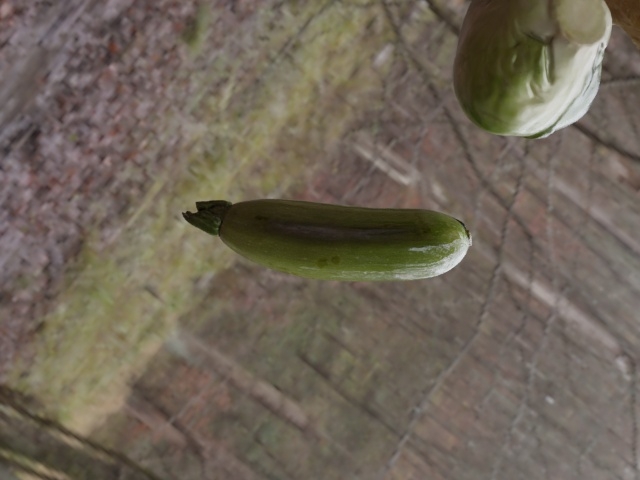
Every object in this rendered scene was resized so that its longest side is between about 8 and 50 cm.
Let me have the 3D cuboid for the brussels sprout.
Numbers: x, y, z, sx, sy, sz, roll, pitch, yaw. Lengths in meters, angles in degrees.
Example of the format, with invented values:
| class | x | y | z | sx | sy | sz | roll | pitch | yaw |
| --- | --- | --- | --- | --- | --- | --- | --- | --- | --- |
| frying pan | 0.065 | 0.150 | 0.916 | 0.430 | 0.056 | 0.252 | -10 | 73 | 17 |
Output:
| class | x | y | z | sx | sy | sz | roll | pitch | yaw |
| --- | --- | --- | --- | --- | --- | --- | --- | --- | --- |
| brussels sprout | 0.194 | -0.166 | 1.061 | 0.183 | 0.131 | 0.145 | -140 | -114 | -74 |

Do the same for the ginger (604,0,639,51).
| class | x | y | z | sx | sy | sz | roll | pitch | yaw |
| --- | --- | --- | --- | --- | --- | --- | --- | --- | --- |
| ginger | 0.543 | -0.207 | 1.417 | 0.363 | 0.348 | 0.122 | -20 | -161 | 37 |

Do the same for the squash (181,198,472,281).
| class | x | y | z | sx | sy | sz | roll | pitch | yaw |
| --- | --- | --- | --- | --- | --- | --- | --- | --- | --- |
| squash | 0.000 | 0.000 | 1.289 | 0.094 | 0.341 | 0.094 | 5 | 90 | -76 |
